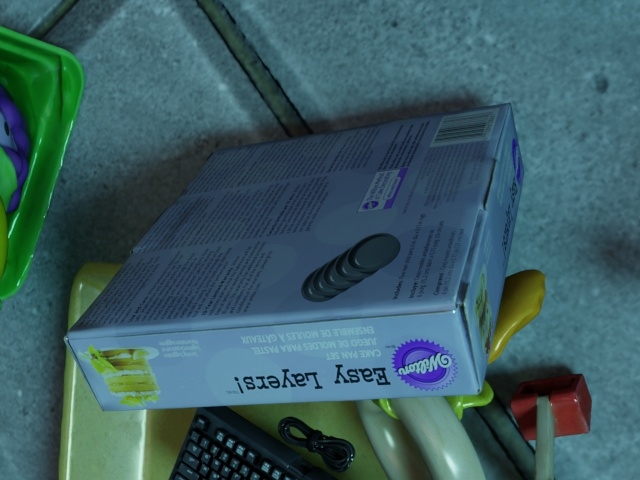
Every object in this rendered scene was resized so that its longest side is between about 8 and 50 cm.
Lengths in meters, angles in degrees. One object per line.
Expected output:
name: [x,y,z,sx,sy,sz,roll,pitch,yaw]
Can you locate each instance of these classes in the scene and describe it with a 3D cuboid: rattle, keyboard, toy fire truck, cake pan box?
rattle: [0.109,0.142,0.568,0.199,0.143,0.130,60,146,9]
keyboard: [-0.022,0.176,0.639,0.180,0.023,0.108,28,97,23]
toy fire truck: [0.154,0.187,0.580,0.047,0.192,0.135,-13,109,24]
cake pan box: [0.000,0.000,0.605,0.246,0.267,0.070,-6,120,20]

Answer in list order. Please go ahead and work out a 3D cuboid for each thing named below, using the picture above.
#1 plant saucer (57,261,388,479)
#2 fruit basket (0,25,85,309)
plant saucer: [-0.048,0.188,0.705,0.333,0.081,0.332,1,86,26]
fruit basket: [-0.353,-0.058,0.708,0.392,0.392,0.282,19,94,25]
